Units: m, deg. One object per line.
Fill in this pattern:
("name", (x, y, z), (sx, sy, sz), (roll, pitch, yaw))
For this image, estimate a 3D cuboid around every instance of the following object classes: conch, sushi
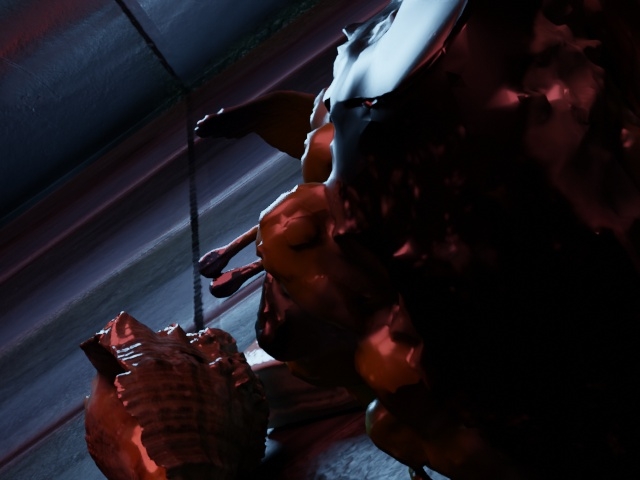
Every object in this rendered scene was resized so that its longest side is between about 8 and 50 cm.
("conch", (-0.119, 0.151, 1.312), (0.163, 0.178, 0.245), (-42, 33, 9))
("sushi", (0.098, -0.006, 0.975), (0.285, 0.328, 0.328), (-26, 35, 29))

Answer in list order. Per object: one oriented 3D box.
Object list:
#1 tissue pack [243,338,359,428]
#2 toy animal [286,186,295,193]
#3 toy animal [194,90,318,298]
("tissue pack", (0.062, 0.028, 1.452), (0.170, 0.071, 0.325), (-22, 21, 49))
("toy animal", (-0.005, 0.004, 1.392), (0.085, 0.071, 0.124), (-41, 16, -14))
("toy animal", (0.023, -0.040, 1.739), (0.302, 0.225, 0.284), (-26, -8, -11))
